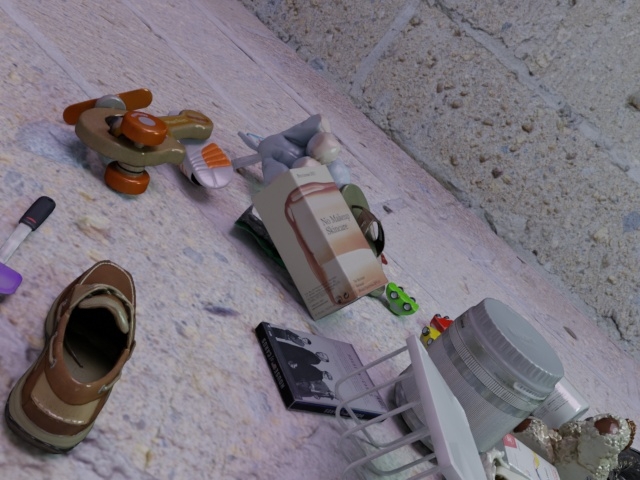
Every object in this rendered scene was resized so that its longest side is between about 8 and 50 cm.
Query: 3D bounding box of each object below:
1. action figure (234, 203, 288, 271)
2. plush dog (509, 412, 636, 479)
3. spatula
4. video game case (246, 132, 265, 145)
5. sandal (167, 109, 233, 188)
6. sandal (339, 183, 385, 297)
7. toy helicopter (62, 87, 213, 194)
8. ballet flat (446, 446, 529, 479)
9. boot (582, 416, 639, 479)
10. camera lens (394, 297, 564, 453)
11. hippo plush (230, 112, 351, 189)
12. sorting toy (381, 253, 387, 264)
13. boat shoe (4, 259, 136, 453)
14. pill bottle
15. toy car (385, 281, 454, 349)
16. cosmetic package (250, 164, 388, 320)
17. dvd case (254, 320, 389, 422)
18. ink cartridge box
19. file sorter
[{"bbox_3d":[-0.082,0.014,1.490,0.232,0.063,0.137,41,17,-7],"label":"action figure"},{"bbox_3d":[0.589,0.479,1.510,0.225,0.263,0.210,-10,86,-52],"label":"plush dog"},{"bbox_3d":[-0.435,-0.004,0.966,0.084,0.030,0.296,34,21,-17],"label":"spatula"},{"bbox_3d":[-0.139,-0.249,1.981,0.119,0.015,0.166,10,36,-52],"label":"video game case"},{"bbox_3d":[-0.281,-0.192,1.526,0.102,0.076,0.265,-2,46,-37],"label":"sandal"},{"bbox_3d":[0.123,-0.007,1.696,0.120,0.086,0.302,3,65,-45],"label":"sandal"},{"bbox_3d":[-0.356,-0.233,1.386,0.235,0.140,0.355,34,26,15],"label":"toy helicopter"},{"bbox_3d":[0.385,0.526,1.138,0.409,0.147,0.147,46,22,15],"label":"ballet flat"},{"bbox_3d":[0.744,0.585,1.715,0.263,0.091,0.229,41,26,14],"label":"boot"},{"bbox_3d":[0.295,0.273,1.292,0.219,0.274,0.219,34,22,-16],"label":"camera lens"},{"bbox_3d":[-0.050,-0.159,1.741,0.236,0.295,0.234,53,34,-46],"label":"hippo plush"},{"bbox_3d":[0.060,-0.003,1.774,0.275,0.046,0.132,24,26,-34],"label":"sorting toy"},{"bbox_3d":[-0.282,0.118,0.851,0.123,0.120,0.324,32,22,-21],"label":"boat shoe"},{"bbox_3d":[0.570,0.379,1.746,0.131,0.131,0.229,11,35,-52],"label":"pill bottle"},{"bbox_3d":[0.242,0.196,1.673,0.225,0.053,0.239,43,20,8],"label":"toy car"},{"bbox_3d":[0.000,0.000,1.419,0.153,0.129,0.296,-20,79,-56],"label":"cosmetic package"},{"bbox_3d":[0.005,0.240,1.217,0.239,0.029,0.179,22,27,-41],"label":"dvd case"},{"bbox_3d":[0.429,0.489,1.374,0.198,0.067,0.115,37,21,-9],"label":"ink cartridge box"},{"bbox_3d":[0.133,0.322,1.012,0.192,0.173,0.277,57,13,-25],"label":"file sorter"}]
